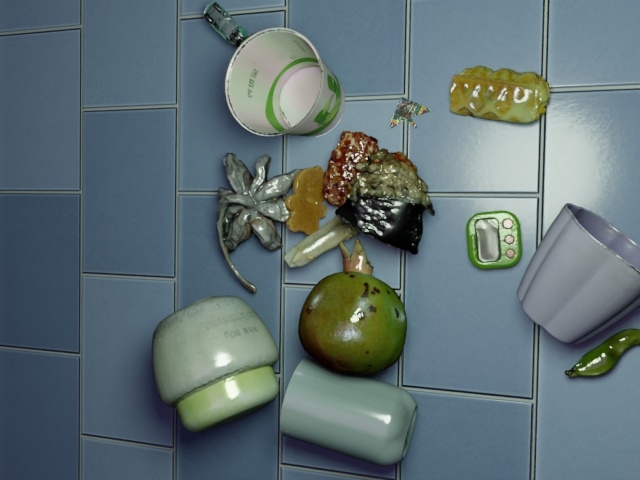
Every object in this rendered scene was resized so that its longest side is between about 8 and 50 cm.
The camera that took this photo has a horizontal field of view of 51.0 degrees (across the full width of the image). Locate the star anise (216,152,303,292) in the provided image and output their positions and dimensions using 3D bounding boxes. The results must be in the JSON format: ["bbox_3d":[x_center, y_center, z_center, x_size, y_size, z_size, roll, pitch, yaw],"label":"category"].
[{"bbox_3d":[-0.167,-0.077,1.785,0.315,0.139,0.359,-32,91,17],"label":"star anise"}]

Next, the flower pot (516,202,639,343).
[{"bbox_3d":[0.577,0.089,1.481,0.265,0.265,0.243,39,113,14],"label":"flower pot"}]

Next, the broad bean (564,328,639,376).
[{"bbox_3d":[0.667,0.265,1.554,0.213,0.048,0.070,-29,81,14],"label":"broad bean"}]

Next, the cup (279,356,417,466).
[{"bbox_3d":[0.074,0.435,1.685,0.312,0.205,0.206,14,96,16],"label":"cup"}]

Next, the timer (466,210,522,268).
[{"bbox_3d":[0.422,-0.002,1.632,0.128,0.047,0.140,-5,90,17],"label":"timer"}]

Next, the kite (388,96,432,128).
[{"bbox_3d":[0.221,-0.324,1.712,0.122,0.004,0.090,-26,84,18],"label":"kite"}]

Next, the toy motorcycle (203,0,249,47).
[{"bbox_3d":[-0.249,-0.579,1.818,0.058,0.100,0.173,-45,75,16],"label":"toy motorcycle"}]

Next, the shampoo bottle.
[{"bbox_3d":[-0.272,0.310,1.735,0.322,0.322,0.317,-26,77,18],"label":"shampoo bottle"}]

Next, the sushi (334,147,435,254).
[{"bbox_3d":[0.172,-0.104,1.621,0.225,0.238,0.219,24,94,-1],"label":"sushi"}]

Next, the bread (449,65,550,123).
[{"bbox_3d":[0.427,-0.353,1.602,0.231,0.088,0.128,14,89,23],"label":"bread"}]

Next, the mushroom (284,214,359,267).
[{"bbox_3d":[0.000,0.000,1.727,0.209,0.071,0.084,-32,70,-11],"label":"mushroom"}]

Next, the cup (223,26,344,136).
[{"bbox_3d":[-0.071,-0.368,1.671,0.253,0.274,0.253,0,90,19],"label":"cup"}]

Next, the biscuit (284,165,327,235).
[{"bbox_3d":[-0.037,-0.105,1.749,0.027,0.133,0.184,5,95,53],"label":"biscuit"}]

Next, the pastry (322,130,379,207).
[{"bbox_3d":[0.075,-0.179,1.722,0.115,0.097,0.209,30,102,26],"label":"pastry"}]

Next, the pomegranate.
[{"bbox_3d":[0.101,0.177,1.652,0.290,0.291,0.323,23,64,17],"label":"pomegranate"}]
